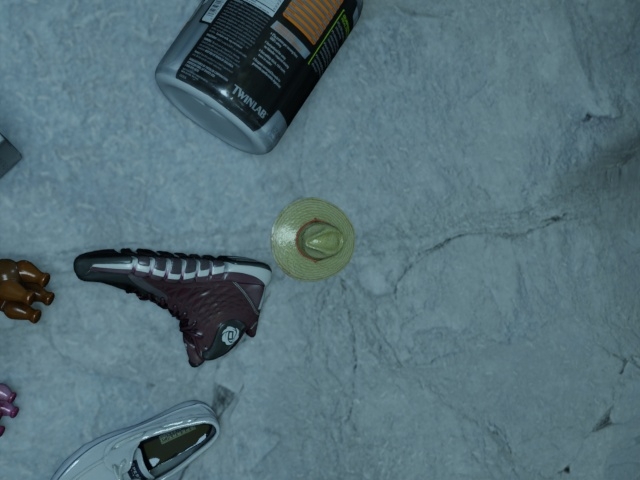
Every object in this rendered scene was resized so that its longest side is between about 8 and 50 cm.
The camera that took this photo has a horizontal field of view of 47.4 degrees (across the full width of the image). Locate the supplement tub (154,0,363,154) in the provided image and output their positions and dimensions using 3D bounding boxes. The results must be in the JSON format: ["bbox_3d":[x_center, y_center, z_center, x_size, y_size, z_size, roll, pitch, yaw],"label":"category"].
[{"bbox_3d":[-0.069,-0.295,1.014,0.193,0.193,0.316,36,80,-19],"label":"supplement tub"}]

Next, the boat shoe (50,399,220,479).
[{"bbox_3d":[-0.263,0.310,1.030,0.258,0.084,0.095,-31,103,-17],"label":"boat shoe"}]

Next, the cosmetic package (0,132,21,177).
[{"bbox_3d":[-0.549,-0.026,0.831,0.156,0.217,0.385,44,79,-12],"label":"cosmetic package"}]

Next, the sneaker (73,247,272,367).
[{"bbox_3d":[-0.207,0.100,1.032,0.281,0.106,0.163,5,94,-22],"label":"sneaker"}]

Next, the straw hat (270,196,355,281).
[{"bbox_3d":[0.000,0.000,1.127,0.144,0.061,0.145,-1,94,-21],"label":"straw hat"}]

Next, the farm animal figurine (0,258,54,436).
[{"bbox_3d":[-0.480,0.149,0.851,0.172,0.327,0.330,21,80,4],"label":"farm animal figurine"}]
